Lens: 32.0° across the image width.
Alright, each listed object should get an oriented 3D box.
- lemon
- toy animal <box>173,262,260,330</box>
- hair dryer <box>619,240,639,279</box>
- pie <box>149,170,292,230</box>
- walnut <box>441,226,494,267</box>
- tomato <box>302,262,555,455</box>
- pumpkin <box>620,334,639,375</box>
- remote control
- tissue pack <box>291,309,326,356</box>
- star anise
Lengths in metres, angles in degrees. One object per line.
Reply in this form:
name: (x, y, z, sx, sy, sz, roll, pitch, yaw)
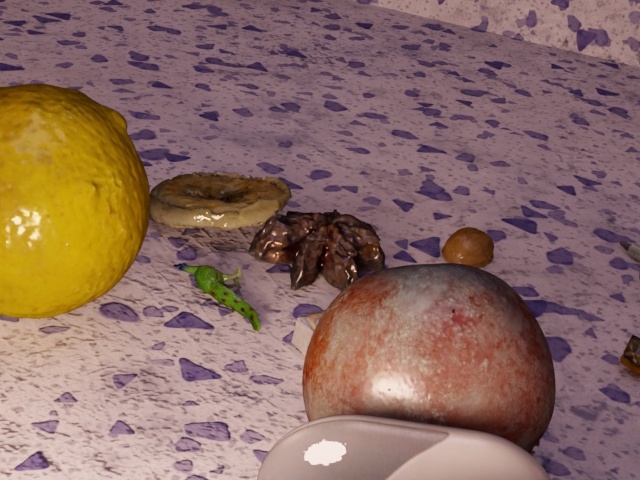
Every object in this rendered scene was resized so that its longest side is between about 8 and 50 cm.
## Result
lemon: (-0.429, -0.057, 1.629, 0.350, 0.349, 0.387, 17, 18, 17)
toy animal: (-0.143, 0.079, 1.792, 0.075, 0.041, 0.217, -19, 41, -42)
hair dryer: (0.645, 0.035, 2.122, 0.155, 0.044, 0.183, 2, 24, -18)
pie: (-0.186, -0.078, 2.045, 0.274, 0.055, 0.274, -1, 19, 0)
walnut: (0.276, 0.006, 2.052, 0.091, 0.052, 0.121, 24, 32, 22)
tomato: (0.134, 0.172, 1.392, 0.317, 0.282, 0.316, -6, -6, -1)
pumpkin: (0.512, 0.195, 1.767, 0.073, 0.035, 0.101, 30, 28, 15)
remote control: (0.094, 0.289, 1.230, 0.332, 0.221, 0.103, 9, 31, 2)
tissue pack: (0.047, 0.144, 1.692, 0.148, 0.060, 0.108, -13, 34, -35)
star anise: (-0.001, 0.000, 1.924, 0.223, 0.109, 0.236, 26, 32, 27)
